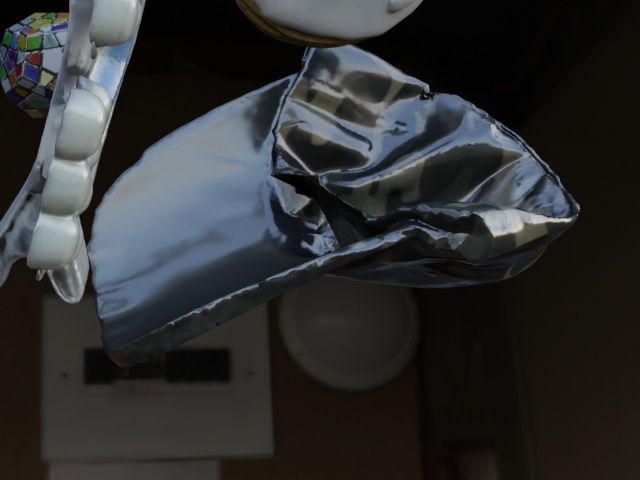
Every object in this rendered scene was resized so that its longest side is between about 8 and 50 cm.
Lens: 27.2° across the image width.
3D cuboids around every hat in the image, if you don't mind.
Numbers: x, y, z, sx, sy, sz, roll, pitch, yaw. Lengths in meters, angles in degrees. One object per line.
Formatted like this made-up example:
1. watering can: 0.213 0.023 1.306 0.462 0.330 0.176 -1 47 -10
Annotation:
1. hat: 0.000 0.000 1.176 0.381 0.366 0.257 -42 -56 14

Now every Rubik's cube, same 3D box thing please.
1. Rubik's cube: -0.270 -0.176 1.326 0.111 0.111 0.093 1 3 -15

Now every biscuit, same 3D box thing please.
1. biscuit: 0.019 -0.252 1.094 0.208 0.181 0.049 -35 22 -21

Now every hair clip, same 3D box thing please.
1. hair clip: -0.106 -0.073 0.576 0.054 0.220 0.140 16 21 -6
